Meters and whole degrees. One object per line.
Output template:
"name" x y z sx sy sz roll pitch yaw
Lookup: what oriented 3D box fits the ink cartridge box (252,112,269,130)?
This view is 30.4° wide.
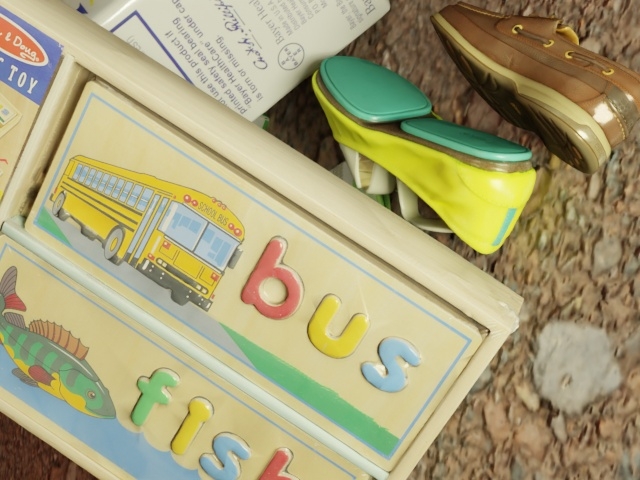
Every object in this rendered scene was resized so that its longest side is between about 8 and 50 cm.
"ink cartridge box" -0.148 -0.099 1.085 0.208 0.086 0.153 50 121 49

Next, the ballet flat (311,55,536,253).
"ballet flat" 0.057 -0.058 0.791 0.231 0.077 0.077 39 129 51

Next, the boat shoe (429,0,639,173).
"boat shoe" 0.130 -0.104 0.711 0.060 0.064 0.178 -41 41 -1

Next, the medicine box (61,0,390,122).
"medicine box" -0.140 -0.194 0.940 0.289 0.149 0.263 -39 40 -2

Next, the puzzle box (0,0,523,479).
"puzzle box" -0.109 0.037 0.772 0.272 0.409 0.052 -60 -6 25

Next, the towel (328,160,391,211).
"towel" 0.000 0.000 0.895 0.152 0.023 0.113 -28 58 49
